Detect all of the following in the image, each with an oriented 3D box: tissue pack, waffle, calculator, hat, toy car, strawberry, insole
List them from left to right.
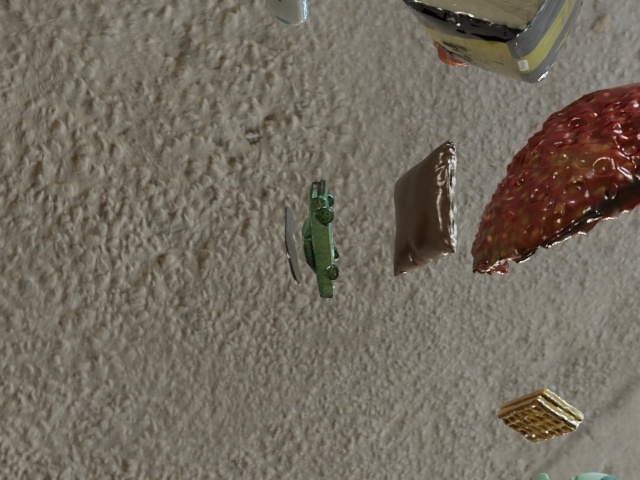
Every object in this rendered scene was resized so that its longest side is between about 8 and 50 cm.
[{"bbox_3d":[-0.084,-0.579,1.306,0.039,0.121,0.210,-48,155,-24],"label":"calculator"},{"bbox_3d":[-0.081,0.008,1.695,0.012,0.309,0.110,-18,127,9],"label":"insole"},{"bbox_3d":[0.000,0.000,1.642,0.097,0.141,0.320,-4,119,5],"label":"toy car"},{"bbox_3d":[0.333,-0.524,1.543,0.094,0.162,0.112,-39,127,14],"label":"hat"},{"bbox_3d":[0.353,-0.488,1.151,0.417,0.264,0.253,-7,123,-66],"label":"tissue pack"},{"bbox_3d":[0.434,0.350,1.167,0.103,0.148,0.042,34,57,1],"label":"waffle"},{"bbox_3d":[0.263,-0.079,0.572,0.307,0.233,0.137,-19,81,-31],"label":"strawberry"}]

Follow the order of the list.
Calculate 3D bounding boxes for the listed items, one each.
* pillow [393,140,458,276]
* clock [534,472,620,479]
[{"bbox_3d":[0.281,-0.072,1.596,0.109,0.305,0.307,9,71,-18],"label":"pillow"},{"bbox_3d":[0.449,0.445,0.944,0.189,0.060,0.148,-12,100,19],"label":"clock"}]
